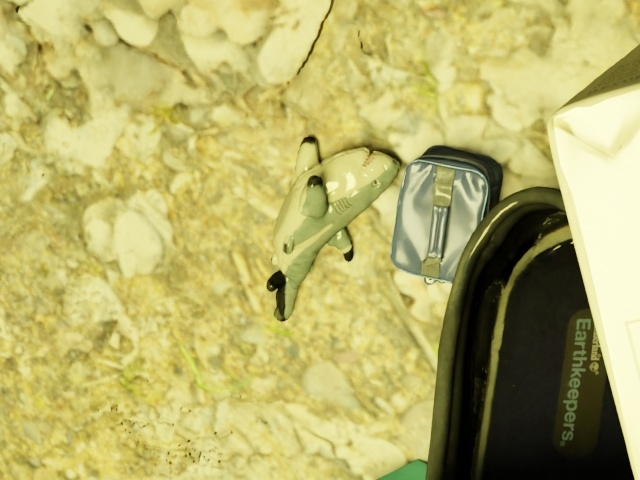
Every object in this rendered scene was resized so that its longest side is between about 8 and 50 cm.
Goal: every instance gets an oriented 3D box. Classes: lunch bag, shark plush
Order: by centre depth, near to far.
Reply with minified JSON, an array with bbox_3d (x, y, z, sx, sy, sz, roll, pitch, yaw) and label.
[{"bbox_3d":[0.088,-0.015,0.852,0.067,0.065,0.099,12,107,18],"label":"lunch bag"},{"bbox_3d":[0.000,0.000,0.899,0.067,0.073,0.161,17,107,-16],"label":"shark plush"}]

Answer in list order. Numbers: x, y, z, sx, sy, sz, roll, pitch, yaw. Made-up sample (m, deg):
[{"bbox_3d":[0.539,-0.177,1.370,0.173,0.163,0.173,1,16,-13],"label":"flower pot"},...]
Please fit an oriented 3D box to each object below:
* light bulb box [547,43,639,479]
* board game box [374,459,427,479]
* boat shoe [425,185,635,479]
[{"bbox_3d":[0.300,0.045,0.625,0.225,0.361,0.358,-12,99,25],"label":"light bulb box"},{"bbox_3d":[0.168,0.333,0.835,0.336,0.079,0.254,15,110,42],"label":"board game box"},{"bbox_3d":[0.132,0.194,0.699,0.186,0.156,0.500,-7,63,33],"label":"boat shoe"}]
